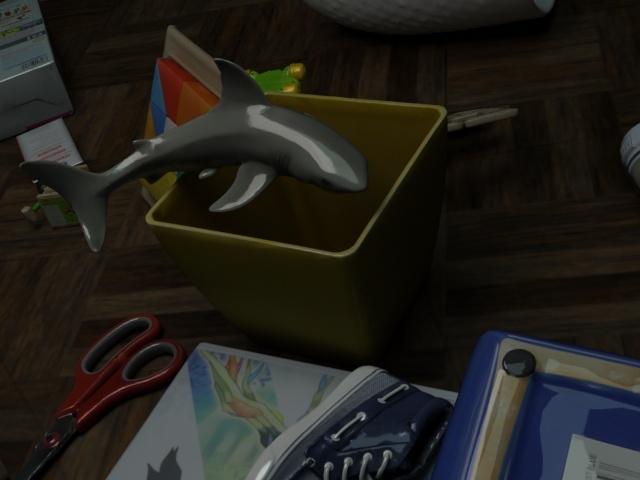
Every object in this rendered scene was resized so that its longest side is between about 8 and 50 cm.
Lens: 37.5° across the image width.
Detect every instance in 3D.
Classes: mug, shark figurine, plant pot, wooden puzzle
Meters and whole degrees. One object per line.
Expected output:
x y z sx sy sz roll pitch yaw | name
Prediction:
0.120 -0.463 1.271 0.328 0.374 0.276 -3 25 27 | mug
-0.100 -0.096 0.814 0.278 0.116 0.166 -7 38 9 | shark figurine
0.162 0.195 0.544 0.236 0.212 0.236 13 55 17 | plant pot
-0.156 -0.107 1.069 0.044 0.220 0.238 -1 29 -29 | wooden puzzle
0.000 0.000 0.901 0.212 0.187 0.212 10 45 29 | plant pot

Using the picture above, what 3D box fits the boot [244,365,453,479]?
0.020 0.172 0.724 0.086 0.069 0.190 17 47 38 | boot

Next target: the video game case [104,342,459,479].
-0.032 0.224 0.765 0.329 0.036 0.300 7 44 27 | video game case

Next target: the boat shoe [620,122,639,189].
0.458 -0.095 0.940 0.302 0.109 0.094 -15 63 8 | boat shoe

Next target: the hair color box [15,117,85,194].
-0.359 -0.108 1.272 0.072 0.043 0.141 -25 38 -10 | hair color box

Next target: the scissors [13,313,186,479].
-0.253 0.179 0.914 0.109 0.021 0.297 25 55 36 | scissors

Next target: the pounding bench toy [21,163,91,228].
-0.330 -0.056 1.192 0.083 0.052 0.065 -8 39 11 | pounding bench toy

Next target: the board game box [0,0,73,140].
-0.522 -0.265 1.478 0.224 0.097 0.303 -21 40 -7 | board game box

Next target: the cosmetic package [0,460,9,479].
-0.413 0.259 0.762 0.113 0.160 0.309 6 45 25 | cosmetic package

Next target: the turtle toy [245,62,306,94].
-0.065 -0.176 1.231 0.095 0.066 0.130 -5 41 14 | turtle toy

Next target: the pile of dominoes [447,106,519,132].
0.089 -0.105 1.082 0.251 0.040 0.196 -13 9 2 | pile of dominoes
